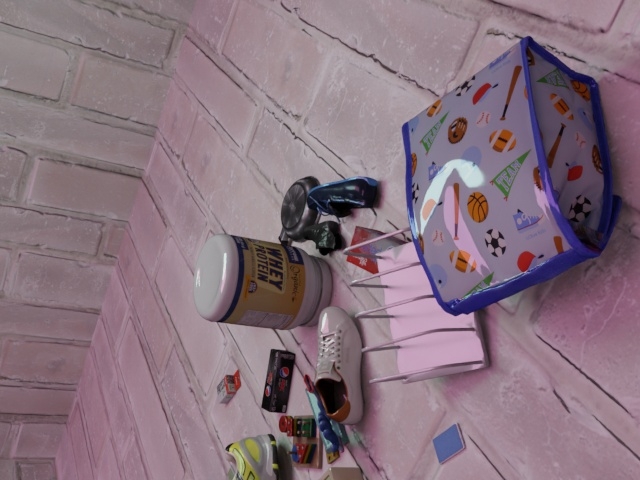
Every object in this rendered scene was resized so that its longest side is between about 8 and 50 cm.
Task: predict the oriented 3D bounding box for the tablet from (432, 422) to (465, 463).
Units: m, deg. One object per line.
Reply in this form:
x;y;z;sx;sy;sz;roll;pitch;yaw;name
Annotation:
0.255;0.405;1.480;0.083;0.006;0.054;-51;41;41;tablet

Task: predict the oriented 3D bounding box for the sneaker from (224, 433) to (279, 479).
-0.175;0.702;1.935;0.145;0.147;0.385;92;173;-52;sneaker

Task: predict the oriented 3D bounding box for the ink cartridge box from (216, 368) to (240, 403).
-0.293;0.464;2.366;0.115;0.029;0.063;-53;39;38;ink cartridge box

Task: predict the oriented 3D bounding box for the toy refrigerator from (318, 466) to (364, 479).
0.064;0.647;1.638;0.102;0.094;0.270;-56;37;35;toy refrigerator

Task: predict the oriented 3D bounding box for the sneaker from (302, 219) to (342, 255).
0.002;0.001;1.994;0.170;0.051;0.089;-21;58;52;sneaker

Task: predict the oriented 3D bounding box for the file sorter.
0.175;0.130;1.439;0.192;0.173;0.278;-20;75;35;file sorter

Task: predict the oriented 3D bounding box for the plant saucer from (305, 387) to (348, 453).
0.011;0.430;1.843;0.067;0.018;0.192;-38;48;16;plant saucer

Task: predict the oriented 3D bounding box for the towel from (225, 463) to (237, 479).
-0.241;0.706;2.213;0.113;0.023;0.152;42;115;53;towel

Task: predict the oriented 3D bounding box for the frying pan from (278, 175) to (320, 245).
-0.094;-0.057;2.186;0.326;0.053;0.197;-46;43;39;frying pan

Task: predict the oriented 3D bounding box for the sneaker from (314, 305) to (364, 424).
0.037;0.283;1.753;0.105;0.123;0.290;-22;64;23;sneaker

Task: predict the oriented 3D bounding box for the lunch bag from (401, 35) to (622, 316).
0.326;-0.086;1.298;0.328;0.238;0.386;-35;44;48;lunch bag

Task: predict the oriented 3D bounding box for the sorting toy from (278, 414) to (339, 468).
-0.043;0.516;1.910;0.274;0.046;0.132;-21;63;55;sorting toy

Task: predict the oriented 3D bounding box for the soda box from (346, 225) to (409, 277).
0.165;0.043;1.673;0.263;0.083;0.092;27;104;59;soda box

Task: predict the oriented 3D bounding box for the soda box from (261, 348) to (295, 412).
-0.118;0.391;2.069;0.060;0.053;0.169;5;84;60;soda box

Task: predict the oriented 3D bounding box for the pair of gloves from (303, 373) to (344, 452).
0.008;0.412;1.737;0.023;0.159;0.198;-24;51;3;pair of gloves

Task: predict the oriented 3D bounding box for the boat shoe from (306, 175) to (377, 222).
0.042;-0.100;1.909;0.258;0.109;0.089;-16;70;59;boat shoe

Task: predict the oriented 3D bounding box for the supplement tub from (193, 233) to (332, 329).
-0.152;0.115;1.953;0.228;0.316;0.229;-26;59;54;supplement tub
